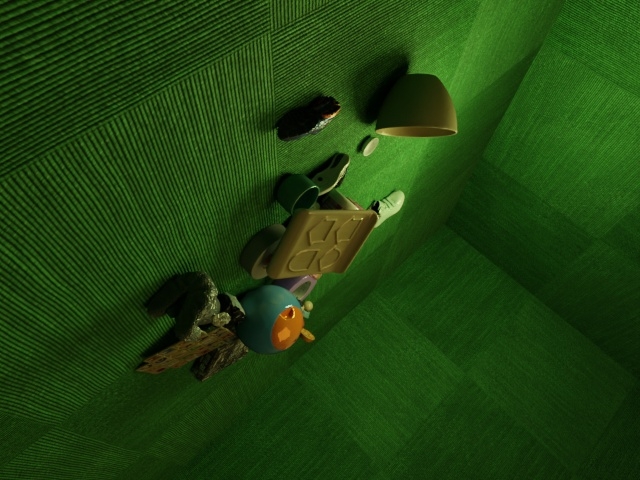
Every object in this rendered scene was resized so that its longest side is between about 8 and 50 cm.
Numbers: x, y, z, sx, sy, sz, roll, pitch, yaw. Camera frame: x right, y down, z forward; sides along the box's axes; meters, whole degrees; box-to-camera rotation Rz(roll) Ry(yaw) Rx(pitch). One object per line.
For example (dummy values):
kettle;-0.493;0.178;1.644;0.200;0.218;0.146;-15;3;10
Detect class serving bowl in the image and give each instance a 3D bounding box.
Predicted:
serving bowl;0.187;-0.371;1.778;0.083;0.027;0.083;-41;160;-19

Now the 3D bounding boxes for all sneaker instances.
sneaker;0.035;-0.210;1.662;0.217;0.079;0.121;-49;164;-26
sneaker;-0.070;-0.094;1.764;0.158;0.061;0.065;-42;-173;-11
sneaker;0.344;-0.186;2.376;0.256;0.094;0.151;-45;158;-9
sneaker;-0.033;-0.333;1.315;0.221;0.083;0.087;-32;164;-28

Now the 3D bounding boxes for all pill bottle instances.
pill bottle;0.015;-0.047;1.836;0.301;0.169;0.169;-49;161;5

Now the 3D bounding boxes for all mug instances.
mug;-0.084;-0.150;1.531;0.130;0.097;0.157;-35;158;-32

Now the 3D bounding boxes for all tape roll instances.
tape roll;-0.196;0.041;1.711;0.219;0.072;0.219;-40;160;-18
tape roll;-0.140;0.233;2.181;0.275;0.090;0.274;-41;160;-19

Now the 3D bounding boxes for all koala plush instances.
koala plush;-0.391;0.211;1.469;0.203;0.196;0.221;-55;158;-9

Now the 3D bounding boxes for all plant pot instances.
plant pot;0.339;-0.474;1.602;0.284;0.284;0.190;-10;104;-60

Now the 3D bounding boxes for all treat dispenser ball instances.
treat dispenser ball;-0.216;0.329;1.908;0.288;0.288;0.288;-41;160;-18

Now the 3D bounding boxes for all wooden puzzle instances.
wooden puzzle;0.000;0.000;1.655;0.348;0.080;0.322;1;133;-36

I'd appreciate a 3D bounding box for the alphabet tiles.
alphabet tiles;-0.505;0.420;1.736;0.343;0.011;0.285;-27;159;-4

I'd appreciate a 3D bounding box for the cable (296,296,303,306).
cable;-0.152;0.331;2.159;0.151;0.047;0.184;-40;163;-4

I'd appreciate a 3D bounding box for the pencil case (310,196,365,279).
pencil case;0.052;-0.011;2.003;0.386;0.160;0.167;-48;169;-1

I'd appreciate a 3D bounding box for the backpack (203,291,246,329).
backpack;-0.362;0.268;1.733;0.152;0.115;0.182;-29;156;6

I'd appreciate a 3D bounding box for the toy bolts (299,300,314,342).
toy bolts;-0.089;0.433;2.550;0.158;0.218;0.228;-56;178;7

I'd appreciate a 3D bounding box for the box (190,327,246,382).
box;-0.427;0.500;2.115;0.308;0.076;0.242;-20;147;-53
